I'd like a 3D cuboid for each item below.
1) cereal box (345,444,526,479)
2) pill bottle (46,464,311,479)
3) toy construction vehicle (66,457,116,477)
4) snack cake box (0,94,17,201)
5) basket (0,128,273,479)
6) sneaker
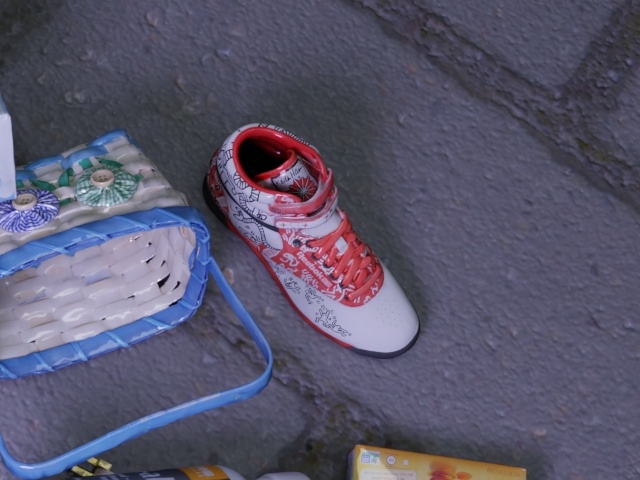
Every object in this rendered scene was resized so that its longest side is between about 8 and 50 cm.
[{"bbox_3d":[0.101,0.323,1.755,0.173,0.047,0.240,8,71,-9],"label":"cereal box"},{"bbox_3d":[-0.140,0.282,1.646,0.279,0.162,0.162,-3,73,-25],"label":"pill bottle"},{"bbox_3d":[-0.220,0.241,1.721,0.098,0.035,0.086,30,69,-1],"label":"toy construction vehicle"},{"bbox_3d":[-0.375,-0.121,1.698,0.152,0.089,0.264,-9,31,-15],"label":"snack cake box"},{"bbox_3d":[-0.211,0.058,1.688,0.255,0.201,0.289,-21,64,-18],"label":"basket"},{"bbox_3d":[-0.001,0.000,1.787,0.270,0.145,0.090,45,69,4],"label":"sneaker"}]
